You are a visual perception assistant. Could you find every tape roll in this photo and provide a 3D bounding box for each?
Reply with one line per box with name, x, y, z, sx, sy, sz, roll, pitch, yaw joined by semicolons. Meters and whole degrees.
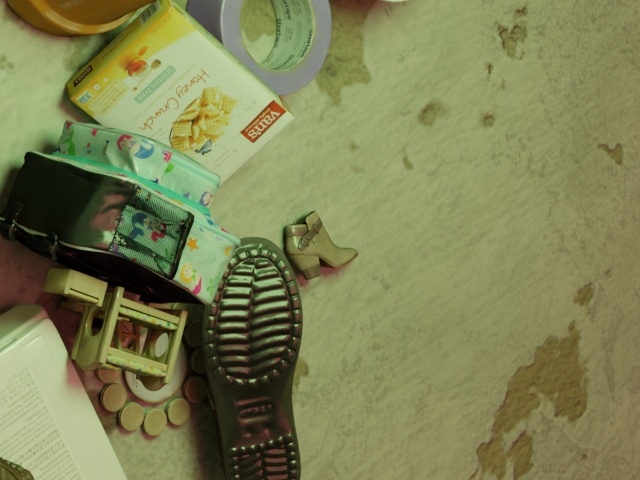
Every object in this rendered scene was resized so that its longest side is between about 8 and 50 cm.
tape roll;-0.080;-0.285;2.003;0.189;0.080;0.189;-6;99;-41

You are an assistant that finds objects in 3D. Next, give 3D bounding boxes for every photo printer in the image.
photo printer;-0.370;0.266;1.786;0.256;0.107;0.307;-37;118;-32

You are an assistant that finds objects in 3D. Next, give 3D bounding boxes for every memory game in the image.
memory game;-0.215;0.163;1.976;0.186;0.012;0.186;-6;98;-41

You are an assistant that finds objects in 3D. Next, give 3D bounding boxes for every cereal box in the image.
cereal box;-0.172;-0.173;1.898;0.173;0.047;0.240;-42;127;13

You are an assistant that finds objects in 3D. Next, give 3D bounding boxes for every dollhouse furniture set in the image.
dollhouse furniture set;-0.286;0.105;1.802;0.182;0.161;0.101;24;74;-43

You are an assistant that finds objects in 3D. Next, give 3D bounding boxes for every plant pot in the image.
plant pot;-0.251;-0.343;1.775;0.205;0.188;0.205;-5;98;-41

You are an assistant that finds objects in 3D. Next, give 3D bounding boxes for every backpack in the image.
backpack;-0.223;-0.024;1.811;0.253;0.225;0.191;35;76;-42

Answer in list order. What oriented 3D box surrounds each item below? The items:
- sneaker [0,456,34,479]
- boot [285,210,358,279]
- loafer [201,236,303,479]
sneaker;-0.362;0.270;1.692;0.188;0.066;0.071;62;42;-33
boot;0.000;0.000;2.132;0.118;0.042;0.087;-27;104;-44
loafer;-0.103;0.170;2.011;0.134;0.130;0.365;-3;103;-15
